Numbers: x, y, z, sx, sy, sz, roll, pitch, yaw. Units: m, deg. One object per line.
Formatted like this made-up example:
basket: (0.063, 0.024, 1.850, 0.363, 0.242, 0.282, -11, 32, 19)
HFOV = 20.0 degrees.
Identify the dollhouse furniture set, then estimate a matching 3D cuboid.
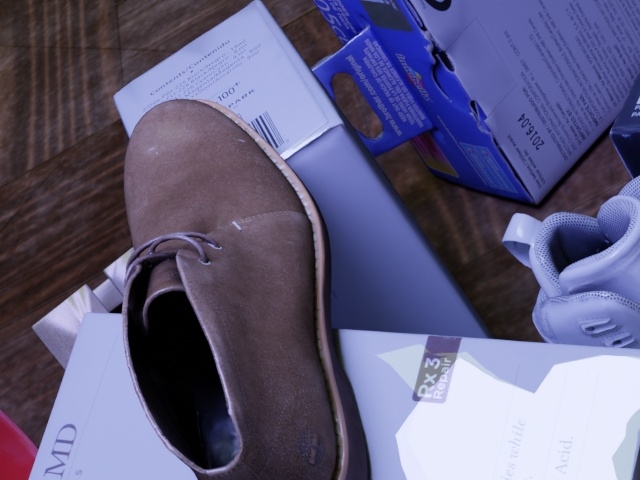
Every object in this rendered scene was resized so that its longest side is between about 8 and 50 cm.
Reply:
dollhouse furniture set: (-0.146, 0.079, 1.564, 0.144, 0.123, 0.151, -38, -1, -4)

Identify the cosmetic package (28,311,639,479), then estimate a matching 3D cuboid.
cosmetic package: (0.019, 0.171, 1.025, 0.385, 0.156, 0.217, 1, 65, 31)

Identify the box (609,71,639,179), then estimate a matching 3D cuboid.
box: (0.395, -0.123, 1.196, 0.296, 0.183, 0.294, -1, 48, 38)

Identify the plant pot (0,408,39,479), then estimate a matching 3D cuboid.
plant pot: (-0.337, 0.263, 1.319, 0.243, 0.275, 0.275, -36, 32, 20)

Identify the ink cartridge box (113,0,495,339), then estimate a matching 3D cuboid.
ink cartridge box: (0.000, 0.000, 1.278, 0.130, 0.309, 0.272, -34, 33, 3)

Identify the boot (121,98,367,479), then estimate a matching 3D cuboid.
boot: (-0.061, 0.018, 0.992, 0.112, 0.115, 0.305, -32, 49, 15)

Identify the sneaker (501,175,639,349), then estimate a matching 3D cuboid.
sneaker: (0.264, 0.073, 1.046, 0.366, 0.210, 0.137, 11, 55, 47)

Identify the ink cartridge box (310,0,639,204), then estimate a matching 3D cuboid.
ink cartridge box: (0.153, -0.220, 1.448, 0.395, 0.270, 0.151, -47, 34, -17)
